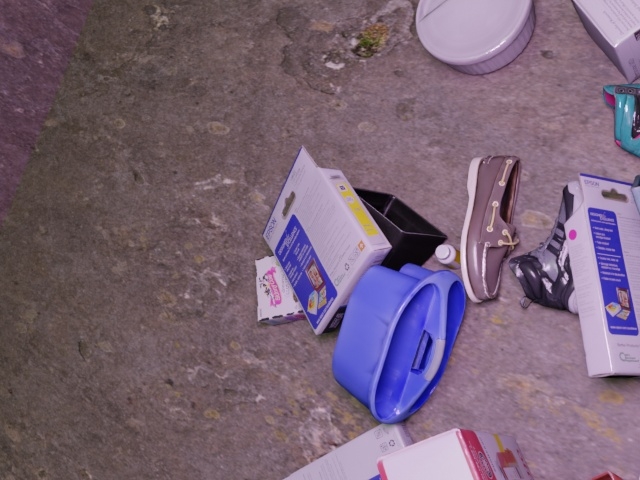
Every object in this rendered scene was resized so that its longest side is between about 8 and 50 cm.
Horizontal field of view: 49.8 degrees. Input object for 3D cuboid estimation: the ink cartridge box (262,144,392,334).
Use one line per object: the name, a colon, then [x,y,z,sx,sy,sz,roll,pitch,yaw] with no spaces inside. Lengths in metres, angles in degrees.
ink cartridge box: [0.000,0.000,1.529,0.307,0.072,0.304,61,142,30]

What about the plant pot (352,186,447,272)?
plant pot: [0.136,0.005,1.551,0.188,0.187,0.167,40,113,34]

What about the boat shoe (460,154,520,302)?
boat shoe: [0.364,-0.029,1.451,0.096,0.116,0.325,-4,68,34]

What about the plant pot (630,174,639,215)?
plant pot: [0.688,-0.010,1.167,0.247,0.248,0.252,-13,94,28]

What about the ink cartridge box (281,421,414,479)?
ink cartridge box: [0.066,0.534,1.497,0.332,0.065,0.165,-33,61,18]

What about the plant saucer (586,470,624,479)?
plant saucer: [0.492,0.533,1.143,0.047,0.258,0.259,-8,61,-9]

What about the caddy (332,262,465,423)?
caddy: [0.174,0.205,1.404,0.179,0.241,0.342,28,110,40]

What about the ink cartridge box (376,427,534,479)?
ink cartridge box: [0.279,0.486,1.186,0.160,0.384,0.279,-29,62,18]

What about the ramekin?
ramekin: [0.365,-0.510,1.585,0.272,0.127,0.273,-9,72,30]

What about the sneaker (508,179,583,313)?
sneaker: [0.459,0.012,1.383,0.153,0.101,0.269,-2,77,29]

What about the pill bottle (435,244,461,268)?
pill bottle: [0.280,0.034,1.500,0.043,0.083,0.043,-10,71,29]

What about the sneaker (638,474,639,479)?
sneaker: [0.551,0.476,1.149,0.108,0.169,0.293,14,85,32]

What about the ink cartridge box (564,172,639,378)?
ink cartridge box: [0.546,0.066,1.268,0.069,0.175,0.371,-30,57,58]

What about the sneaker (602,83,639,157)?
sneaker: [0.651,-0.298,1.348,0.178,0.124,0.296,19,87,22]

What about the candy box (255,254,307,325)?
candy box: [-0.061,0.110,1.698,0.196,0.070,0.165,-15,68,27]

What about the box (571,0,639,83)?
box: [0.607,-0.445,1.381,0.119,0.181,0.182,-36,61,21]
